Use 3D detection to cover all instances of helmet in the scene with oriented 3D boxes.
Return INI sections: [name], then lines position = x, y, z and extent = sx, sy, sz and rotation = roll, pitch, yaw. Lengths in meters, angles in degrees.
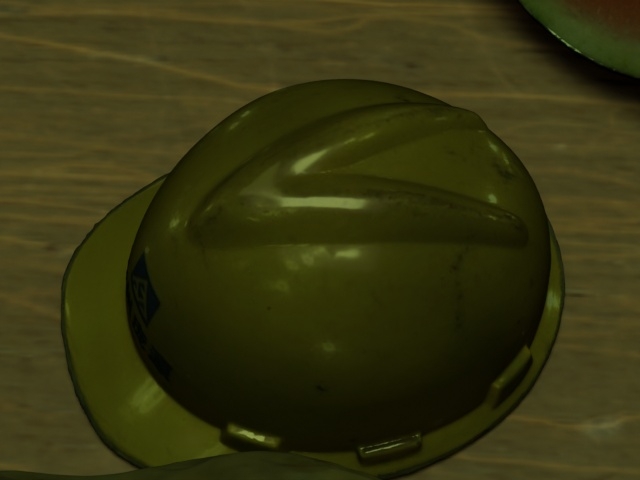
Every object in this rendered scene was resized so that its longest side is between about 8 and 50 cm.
[helmet]
position = 0.000, 0.000, 0.890
extent = 0.257, 0.140, 0.205
rotation = -13, 62, -10

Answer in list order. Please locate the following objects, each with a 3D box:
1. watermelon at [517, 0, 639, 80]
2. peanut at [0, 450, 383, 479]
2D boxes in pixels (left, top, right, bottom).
[watermelon]
position = 0.195, -0.172, 1.010
extent = 0.193, 0.137, 0.145
rotation = 32, 31, 16
[peanut]
position = -0.094, 0.163, 0.796
extent = 0.313, 0.152, 0.152
rotation = -3, 61, -4
